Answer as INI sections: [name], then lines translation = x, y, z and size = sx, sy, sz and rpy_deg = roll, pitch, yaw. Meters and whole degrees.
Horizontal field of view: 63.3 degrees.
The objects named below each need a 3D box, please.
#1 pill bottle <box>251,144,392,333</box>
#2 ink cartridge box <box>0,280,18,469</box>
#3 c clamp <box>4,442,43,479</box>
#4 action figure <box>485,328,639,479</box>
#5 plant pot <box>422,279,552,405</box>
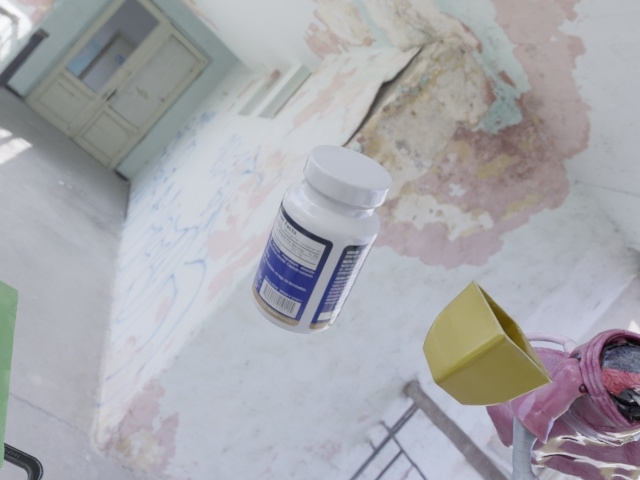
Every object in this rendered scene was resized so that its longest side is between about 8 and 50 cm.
[pill bottle]
translation = 0.000, 0.000, 0.788
size = 0.153, 0.265, 0.153
rpy_deg = 17, 30, -11
[ink cartridge box]
translation = -0.275, 0.043, 0.343
size = 0.235, 0.056, 0.171
rpy_deg = 57, 12, -54
[c clamp]
translation = -0.530, 0.373, 0.812
size = 0.160, 0.022, 0.137
rpy_deg = 25, 25, -10
[action figure]
translation = 0.334, 0.175, 0.597
size = 0.248, 0.276, 0.370
rpy_deg = 2, -30, 7
[plant pot]
translation = 0.145, 0.106, 0.486
size = 0.081, 0.083, 0.081
rpy_deg = 42, 19, -25
